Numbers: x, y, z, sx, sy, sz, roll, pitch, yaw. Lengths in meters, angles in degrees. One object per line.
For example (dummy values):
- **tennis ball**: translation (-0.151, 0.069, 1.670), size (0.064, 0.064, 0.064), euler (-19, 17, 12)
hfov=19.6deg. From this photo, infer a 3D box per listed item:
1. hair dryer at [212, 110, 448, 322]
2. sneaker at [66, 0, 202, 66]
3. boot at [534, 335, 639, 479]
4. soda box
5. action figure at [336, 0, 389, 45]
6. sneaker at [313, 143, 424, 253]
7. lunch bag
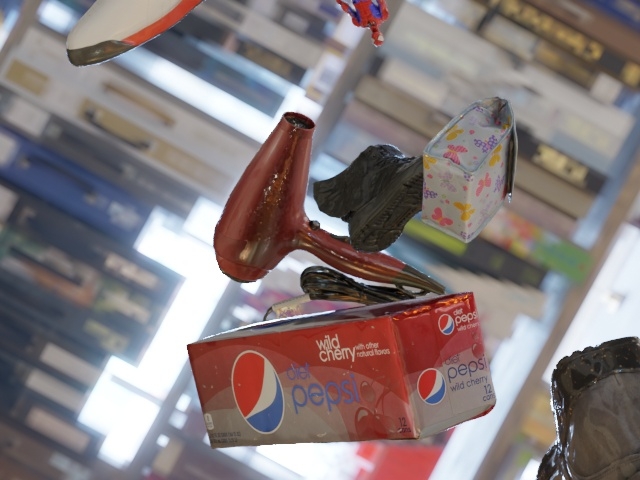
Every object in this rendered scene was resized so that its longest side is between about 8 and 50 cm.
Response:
- **hair dryer**: translation (0.000, 0.000, 1.920), size (0.223, 0.293, 0.080), euler (-16, -156, 10)
- **sneaker**: translation (-0.139, -0.278, 1.631), size (0.270, 0.145, 0.090), euler (-33, -158, -2)
- **boot**: translation (0.260, 0.256, 1.526), size (0.338, 0.118, 0.222), euler (70, 2, -53)
- **soda box**: translation (0.010, 0.100, 1.380), size (0.083, 0.092, 0.263), euler (-14, -178, -38)
- **action figure**: translation (0.031, -0.213, 1.571), size (0.038, 0.115, 0.030), euler (-17, -142, 14)
- **sneaker**: translation (0.060, -0.053, 1.533), size (0.170, 0.051, 0.089), euler (-41, -139, 36)
- **lunch bag**: translation (0.110, -0.052, 1.286), size (0.083, 0.053, 0.071), euler (-46, 150, -37)
